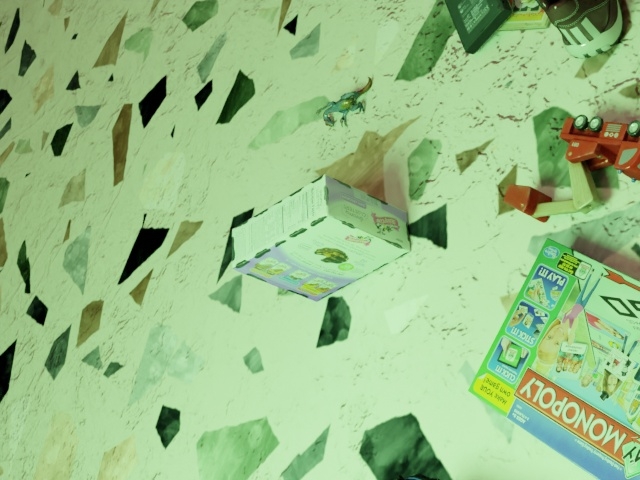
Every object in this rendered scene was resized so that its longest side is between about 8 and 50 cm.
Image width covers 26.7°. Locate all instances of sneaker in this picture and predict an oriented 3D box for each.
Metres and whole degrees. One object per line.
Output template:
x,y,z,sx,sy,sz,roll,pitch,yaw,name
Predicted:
0.311,-0.384,1.729,0.106,0.162,0.281,-24,54,28,sneaker

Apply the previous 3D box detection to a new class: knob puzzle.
0.278,-0.388,1.894,0.213,0.030,0.213,-28,50,39,knob puzzle

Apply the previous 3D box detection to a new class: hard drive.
0.217,-0.345,1.908,0.094,0.022,0.135,-47,49,42,hard drive

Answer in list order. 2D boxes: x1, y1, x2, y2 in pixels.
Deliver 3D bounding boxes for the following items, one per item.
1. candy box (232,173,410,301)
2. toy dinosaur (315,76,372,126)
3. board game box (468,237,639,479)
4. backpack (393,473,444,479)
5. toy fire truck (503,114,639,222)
0.000,0.000,1.900,0.196,0.165,0.070,-29,51,37,candy box
0.038,-0.206,2.095,0.090,0.047,0.082,-42,18,-26,toy dinosaur
0.316,0.143,1.520,0.317,0.046,0.213,31,94,56,board game box
0.154,0.362,1.547,0.173,0.117,0.158,6,74,52,backpack
0.324,-0.082,1.650,0.192,0.047,0.135,15,83,52,toy fire truck
